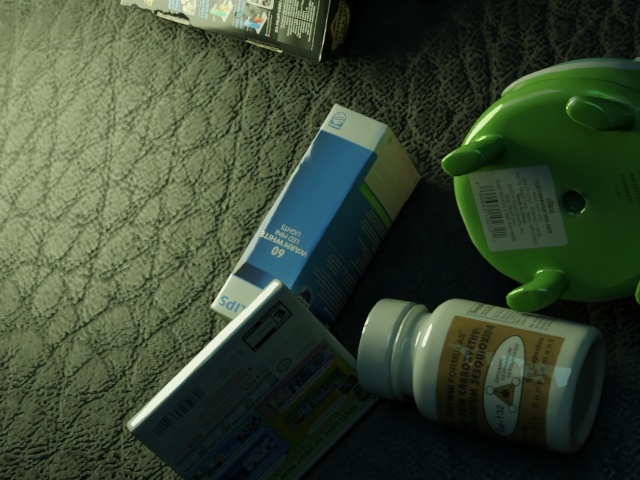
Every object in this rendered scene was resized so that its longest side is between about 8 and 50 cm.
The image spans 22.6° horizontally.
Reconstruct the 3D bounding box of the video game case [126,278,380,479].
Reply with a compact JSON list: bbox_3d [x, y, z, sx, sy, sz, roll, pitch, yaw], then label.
[{"bbox_3d":[-0.062,0.172,1.646,0.212,0.193,0.023,-45,33,-3],"label":"video game case"}]

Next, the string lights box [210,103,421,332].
[{"bbox_3d":[0.000,0.000,1.725,0.076,0.133,0.260,25,77,28],"label":"string lights box"}]

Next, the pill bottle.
[{"bbox_3d":[0.160,0.128,1.614,0.229,0.131,0.131,11,71,23],"label":"pill bottle"}]

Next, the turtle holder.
[{"bbox_3d":[0.295,-0.088,1.580,0.243,0.227,0.320,48,127,-2],"label":"turtle holder"}]

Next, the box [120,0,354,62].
[{"bbox_3d":[-0.086,-0.385,1.874,0.293,0.073,0.295,19,112,27],"label":"box"}]
